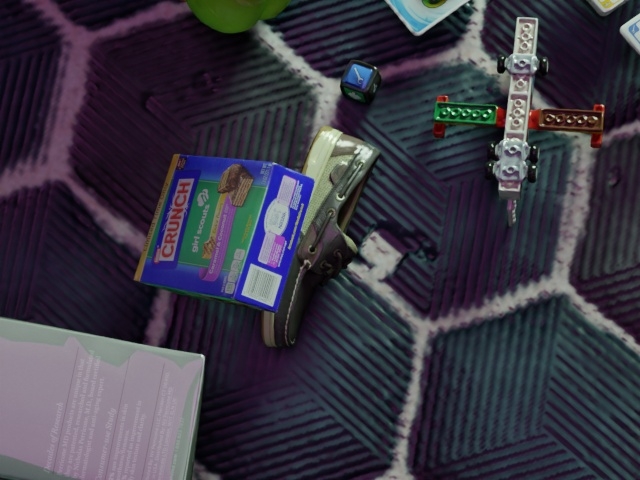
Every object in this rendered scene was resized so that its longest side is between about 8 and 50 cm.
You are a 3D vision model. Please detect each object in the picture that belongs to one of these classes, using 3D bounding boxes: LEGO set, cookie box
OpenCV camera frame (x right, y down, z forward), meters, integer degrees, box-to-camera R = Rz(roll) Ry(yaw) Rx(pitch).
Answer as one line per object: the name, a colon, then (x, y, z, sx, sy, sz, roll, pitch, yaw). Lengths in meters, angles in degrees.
LEGO set: (0.140, -0.135, 1.143, 0.244, 0.060, 0.182, -35, 68, -4)
cookie box: (-0.063, -0.006, 1.093, 0.107, 0.040, 0.092, 7, 78, 49)

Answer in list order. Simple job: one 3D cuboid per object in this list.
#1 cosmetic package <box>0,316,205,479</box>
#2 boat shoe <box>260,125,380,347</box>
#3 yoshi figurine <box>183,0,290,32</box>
cosmetic package: (-0.194, 0.101, 1.057, 0.238, 0.127, 0.107, 8, 82, -1)
boat shoe: (0.000, 0.000, 1.110, 0.049, 0.056, 0.152, 14, 82, 11)
yoshi figurine: (-0.088, -0.318, 1.088, 0.203, 0.203, 0.362, -30, 98, -11)
